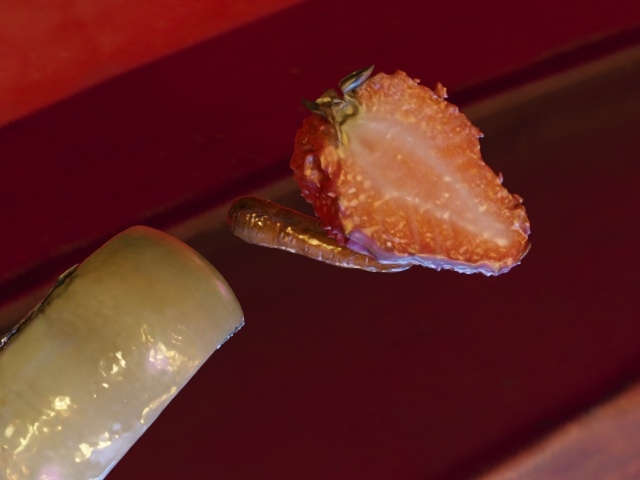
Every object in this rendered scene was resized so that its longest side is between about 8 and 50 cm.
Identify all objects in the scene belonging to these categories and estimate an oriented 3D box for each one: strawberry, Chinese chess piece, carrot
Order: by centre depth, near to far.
[{"bbox_3d":[-0.223,0.141,1.683,0.146,0.349,0.349,42,74,0],"label":"Chinese chess piece"},{"bbox_3d":[0.069,-0.050,1.777,0.175,0.107,0.236,-33,102,-17],"label":"strawberry"},{"bbox_3d":[0.000,0.000,1.858,0.191,0.047,0.047,18,88,10],"label":"carrot"}]
